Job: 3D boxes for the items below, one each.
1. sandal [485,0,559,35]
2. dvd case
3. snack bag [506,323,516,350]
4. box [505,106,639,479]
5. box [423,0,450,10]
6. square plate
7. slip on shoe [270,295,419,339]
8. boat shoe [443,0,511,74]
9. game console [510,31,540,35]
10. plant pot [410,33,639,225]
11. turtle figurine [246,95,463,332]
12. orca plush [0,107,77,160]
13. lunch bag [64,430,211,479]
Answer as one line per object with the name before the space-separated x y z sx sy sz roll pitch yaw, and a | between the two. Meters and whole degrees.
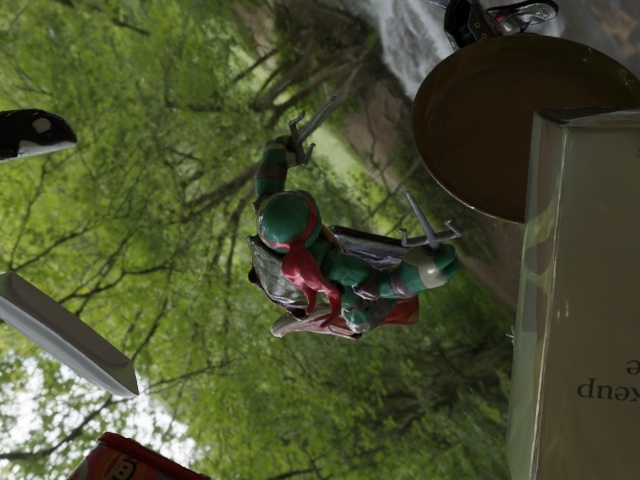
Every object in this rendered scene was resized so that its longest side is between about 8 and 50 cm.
sandal | 0.331 -0.379 0.972 0.067 0.040 0.179 19 -178 -24
dvd case | 0.070 0.016 0.879 0.221 0.018 0.164 12 164 -29
snack bag | 0.614 0.185 1.361 0.037 0.323 0.342 67 -166 9
box | 0.225 0.064 0.410 0.148 0.311 0.121 0 -162 11
box | 0.260 -0.580 0.885 0.073 0.293 0.295 23 154 9
square plate | -0.530 0.193 1.154 0.344 0.049 0.347 44 166 -16
slip on shoe | 0.045 0.157 1.131 0.123 0.331 0.101 -30 -77 -68
boat shoe | 0.187 -0.211 0.652 0.083 0.065 0.183 28 -136 -34
game console | 0.376 -0.151 0.878 0.361 0.044 0.213 63 171 -24
plant pot | 0.209 -0.110 0.557 0.236 0.236 0.032 42 163 24
turtle figurine | 0.000 0.000 0.410 0.175 0.118 0.234 48 169 20
orca plush | -0.499 -0.147 0.767 0.151 0.287 0.102 -123 19 -77
lunch bag | -0.227 0.385 0.756 0.258 0.120 0.293 18 138 15
